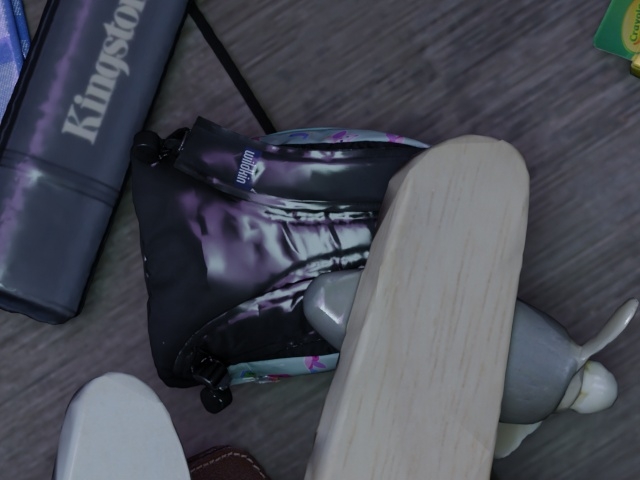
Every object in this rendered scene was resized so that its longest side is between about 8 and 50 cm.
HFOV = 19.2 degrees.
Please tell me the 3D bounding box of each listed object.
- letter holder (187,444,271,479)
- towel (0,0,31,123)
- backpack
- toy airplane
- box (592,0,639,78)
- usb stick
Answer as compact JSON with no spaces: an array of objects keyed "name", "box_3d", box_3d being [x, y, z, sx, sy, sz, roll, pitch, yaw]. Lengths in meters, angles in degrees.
[{"name":"letter holder","box_3d":[-0.066,0.285,0.978,0.152,0.214,0.301,-37,80,36]},{"name":"towel","box_3d":[-0.296,-0.051,1.087,0.285,0.034,0.209,-13,84,7]},{"name":"backpack","box_3d":[0.000,0.000,0.995,0.182,0.115,0.152,-7,97,6]},{"name":"toy airplane","box_3d":[0.037,0.195,0.845,0.386,0.272,0.384,-35,78,-10]},{"name":"box","box_3d":[0.245,-0.110,1.003,0.179,0.043,0.105,25,90,8]},{"name":"usb stick","box_3d":[-0.126,-0.089,1.041,0.077,0.045,0.278,20,82,-7]}]
